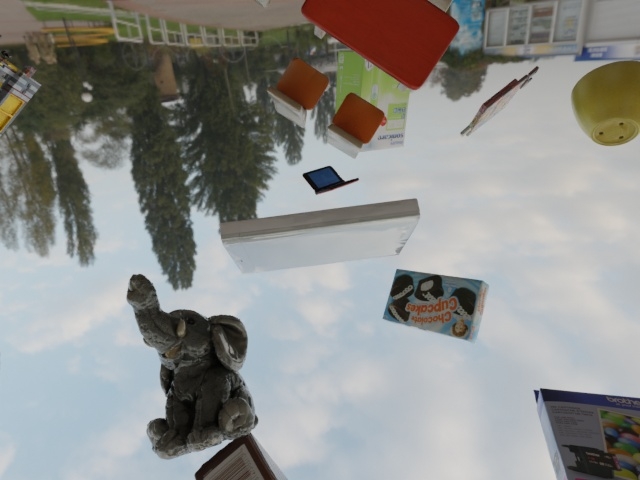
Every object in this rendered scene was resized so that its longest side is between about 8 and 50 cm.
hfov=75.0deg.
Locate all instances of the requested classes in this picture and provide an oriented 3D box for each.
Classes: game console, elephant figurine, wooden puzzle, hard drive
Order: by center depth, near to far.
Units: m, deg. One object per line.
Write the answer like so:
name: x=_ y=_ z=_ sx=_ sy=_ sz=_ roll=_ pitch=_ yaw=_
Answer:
wooden puzzle: x=0.157 y=-0.122 z=0.377 sx=0.083 sy=0.006 sz=0.049 roll=-38 pitch=169 yaw=-8
elephant figurine: x=-0.181 y=0.176 z=0.619 sx=0.169 sy=0.239 sz=0.186 roll=-8 pitch=159 yaw=-25
hard drive: x=0.000 y=0.000 z=0.733 sx=0.308 sy=0.040 sz=0.203 roll=-7 pitch=161 yaw=-3
game console: x=0.036 y=-0.213 z=1.408 sx=0.144 sy=0.085 sz=0.124 roll=-25 pitch=-170 yaw=-38

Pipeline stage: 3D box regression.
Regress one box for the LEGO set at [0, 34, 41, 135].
LEGO set: x=-0.649 y=-0.311 z=0.676 sx=0.331 sy=0.192 sz=0.255 roll=34 pitch=175 yaw=10

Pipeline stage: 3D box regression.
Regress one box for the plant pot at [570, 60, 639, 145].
plant pot: x=0.504 y=-0.220 z=0.715 sx=0.134 sy=0.134 sz=0.095 roll=7 pitch=-117 yaw=24

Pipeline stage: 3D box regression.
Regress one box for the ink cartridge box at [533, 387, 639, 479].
ink cartridge box: x=0.483 y=0.344 z=0.694 sx=0.186 sy=0.065 sz=0.311 roll=1 pitch=-162 yaw=16

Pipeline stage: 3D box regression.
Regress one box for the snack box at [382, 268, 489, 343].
snack box: x=0.363 y=0.203 z=1.349 sx=0.060 sy=0.187 sz=0.322 roll=28 pitch=164 yaw=-39

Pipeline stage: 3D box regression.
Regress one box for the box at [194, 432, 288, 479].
box: x=-0.073 y=0.587 z=0.827 sx=0.143 sy=0.381 sz=0.191 roll=-35 pitch=-157 yaw=-19

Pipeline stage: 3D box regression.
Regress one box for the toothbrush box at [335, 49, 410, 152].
toothbrush box: x=0.161 y=-0.430 z=1.288 sx=0.206 sy=0.283 sz=0.122 roll=-14 pitch=-150 yaw=-34

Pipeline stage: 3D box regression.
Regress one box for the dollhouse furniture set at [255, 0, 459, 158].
dollhouse furniture set: x=0.017 y=-0.260 z=0.434 sx=0.259 sy=0.262 sz=0.135 roll=32 pitch=-174 yaw=-2
